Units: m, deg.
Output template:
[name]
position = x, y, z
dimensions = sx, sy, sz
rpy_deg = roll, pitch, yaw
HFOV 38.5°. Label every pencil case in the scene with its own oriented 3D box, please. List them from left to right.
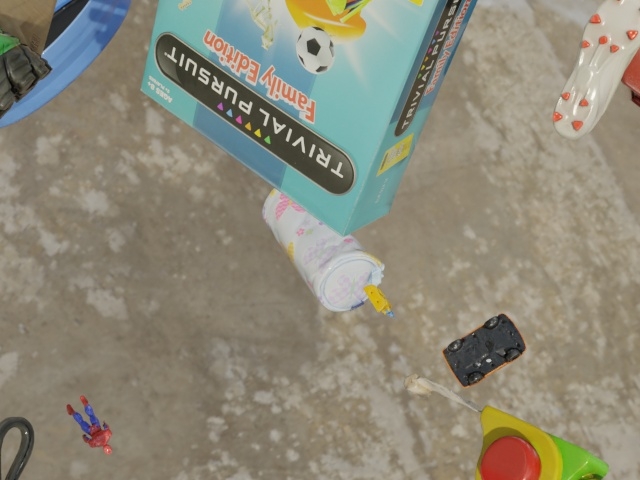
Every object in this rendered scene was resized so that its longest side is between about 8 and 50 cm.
[pencil case]
position = 0.000, 0.000, 1.564
dimensions = 0.273, 0.124, 0.113
rpy_deg = 52, -13, 47

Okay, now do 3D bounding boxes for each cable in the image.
[cable]
position = -0.500, 0.421, 1.408
dimensions = 0.139, 0.072, 0.287
rpy_deg = -1, 75, -34

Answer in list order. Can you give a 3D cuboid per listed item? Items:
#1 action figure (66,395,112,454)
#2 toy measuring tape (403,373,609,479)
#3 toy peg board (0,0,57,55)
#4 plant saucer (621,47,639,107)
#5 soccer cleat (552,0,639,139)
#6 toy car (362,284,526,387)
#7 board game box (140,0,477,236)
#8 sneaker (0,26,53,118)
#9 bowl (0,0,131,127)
[action figure]
position = -0.306, 0.252, 1.233
dimensions = 0.038, 0.115, 0.030
rpy_deg = -28, 125, -22
[toy measuring tape]
position = 0.194, 0.254, 1.065
dimensions = 0.121, 0.330, 0.121
rpy_deg = -9, 106, -34
[toy peg board]
position = -0.350, -0.295, 0.964
dimensions = 0.161, 0.079, 0.161
rpy_deg = 45, 56, -70
[plant saucer]
position = 0.488, -0.153, 1.188
dimensions = 0.258, 0.048, 0.259
rpy_deg = 41, 16, 13
[soccer cleat]
position = 0.337, -0.213, 1.098
dimensions = 0.068, 0.196, 0.076
rpy_deg = 32, 19, 23
[toy car]
position = 0.095, 0.059, 0.685
dimensions = 0.122, 0.060, 0.040
rpy_deg = 41, 2, 24
[board game box]
position = -0.006, -0.210, 0.744
dimensions = 0.254, 0.336, 0.079
rpy_deg = 36, 38, 21
[sneaker]
position = -0.359, -0.159, 0.823
dimensions = 0.146, 0.343, 0.134
rpy_deg = 52, 60, -21
[bowl]
position = -0.485, -0.348, 1.585
dimensions = 0.077, 0.391, 0.391
rpy_deg = 47, 36, -36
